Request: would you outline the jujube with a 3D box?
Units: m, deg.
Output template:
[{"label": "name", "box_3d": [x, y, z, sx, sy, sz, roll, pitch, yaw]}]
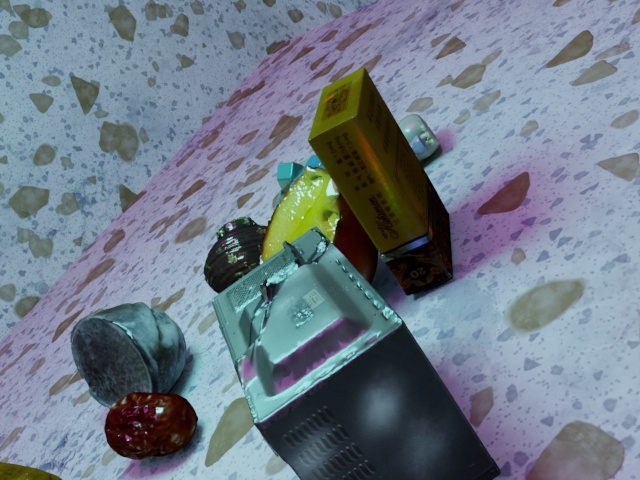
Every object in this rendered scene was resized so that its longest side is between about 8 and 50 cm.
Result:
[{"label": "jujube", "box_3d": [-0.389, 0.422, 1.699, 0.230, 0.155, 0.155, -18, 33, 37]}]

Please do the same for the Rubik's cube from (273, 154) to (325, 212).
[{"label": "Rubik's cube", "box_3d": [-0.011, -0.121, 1.970, 0.212, 0.224, 0.265, 1, 46, 41]}]

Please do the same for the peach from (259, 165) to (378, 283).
[{"label": "peach", "box_3d": [0.000, 0.000, 1.622, 0.280, 0.338, 0.281, -4, 38, 3]}]

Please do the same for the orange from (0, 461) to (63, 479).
[{"label": "orange", "box_3d": [-0.733, 0.633, 1.756, 0.249, 0.249, 0.183, -17, 49, 41]}]

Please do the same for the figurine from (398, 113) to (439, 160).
[{"label": "figurine", "box_3d": [0.199, -0.224, 1.987, 0.235, 0.127, 0.155, -39, 34, 16]}]

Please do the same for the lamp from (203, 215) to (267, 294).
[{"label": "lamp", "box_3d": [-0.187, 0.056, 1.926, 0.247, 0.247, 0.247, -32, 26, 18]}]

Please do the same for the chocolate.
[{"label": "chocolate", "box_3d": [-0.473, 0.287, 1.934, 0.303, 0.303, 0.213, -19, 10, 39]}]

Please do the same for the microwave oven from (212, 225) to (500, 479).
[{"label": "microwave oven", "box_3d": [0.028, 0.209, 1.171, 0.236, 0.374, 0.432, -35, 23, -3]}]

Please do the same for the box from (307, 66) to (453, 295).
[{"label": "box", "box_3d": [0.138, -0.120, 1.538, 0.115, 0.415, 0.264, -24, 28, 20]}]

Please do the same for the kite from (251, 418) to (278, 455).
[{"label": "kite", "box_3d": [-0.058, 0.339, 1.534, 0.229, 0.012, 0.250, -21, 29, 33]}]
